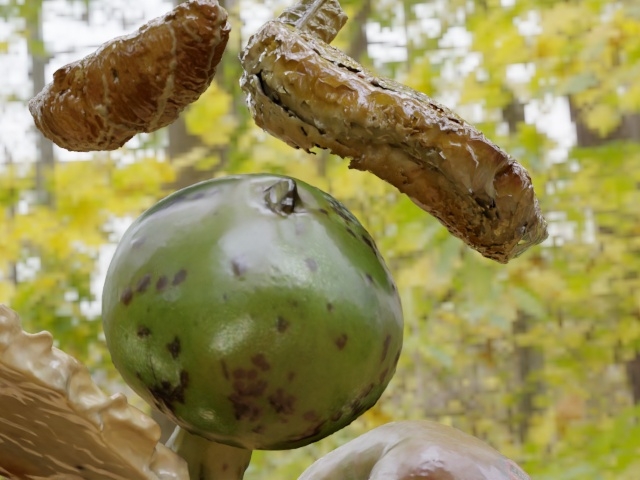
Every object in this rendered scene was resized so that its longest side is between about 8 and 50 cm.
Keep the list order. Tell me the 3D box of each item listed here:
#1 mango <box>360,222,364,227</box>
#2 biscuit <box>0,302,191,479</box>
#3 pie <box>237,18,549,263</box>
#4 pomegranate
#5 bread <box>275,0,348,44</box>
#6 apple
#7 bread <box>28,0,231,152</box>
[{"bbox_3d":[0.000,0.000,1.822,0.108,0.073,0.056,7,4,9],"label":"mango"},{"bbox_3d":[-0.201,0.107,1.083,0.205,0.040,0.309,3,-32,36],"label":"biscuit"},{"bbox_3d":[0.056,-0.078,1.286,0.308,0.085,0.308,29,7,-4],"label":"pie"},{"bbox_3d":[-0.054,0.071,1.163,0.211,0.263,0.211,16,25,-8],"label":"pomegranate"},{"bbox_3d":[-0.022,-0.230,1.867,0.066,0.110,0.060,35,-37,2],"label":"bread"},{"bbox_3d":[0.071,0.277,1.355,0.277,0.250,0.309,-22,-8,-6],"label":"apple"},{"bbox_3d":[-0.148,-0.115,1.285,0.233,0.076,0.105,-26,-4,42],"label":"bread"}]
